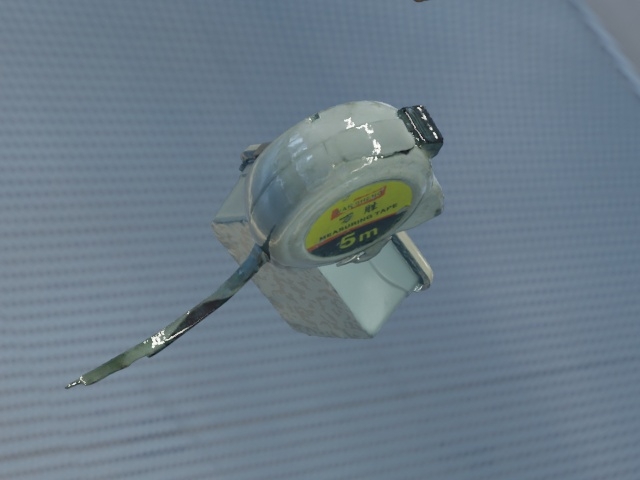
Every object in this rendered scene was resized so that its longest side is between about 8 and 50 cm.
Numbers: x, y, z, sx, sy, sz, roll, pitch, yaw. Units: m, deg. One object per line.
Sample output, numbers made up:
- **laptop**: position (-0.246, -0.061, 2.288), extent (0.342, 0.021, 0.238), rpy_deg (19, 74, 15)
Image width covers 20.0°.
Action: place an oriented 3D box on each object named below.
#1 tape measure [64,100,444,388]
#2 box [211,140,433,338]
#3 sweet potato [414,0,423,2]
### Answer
- **tape measure**: position (-0.060, -0.006, 1.358), extent (0.330, 0.164, 0.084), rpy_deg (-24, 57, -12)
- **box**: position (0.000, 0.000, 1.963), extent (0.227, 0.162, 0.130), rpy_deg (53, 58, -28)
- **sweet potato**: position (0.172, -0.175, 1.036), extent (0.057, 0.264, 0.057), rpy_deg (38, 44, -49)
